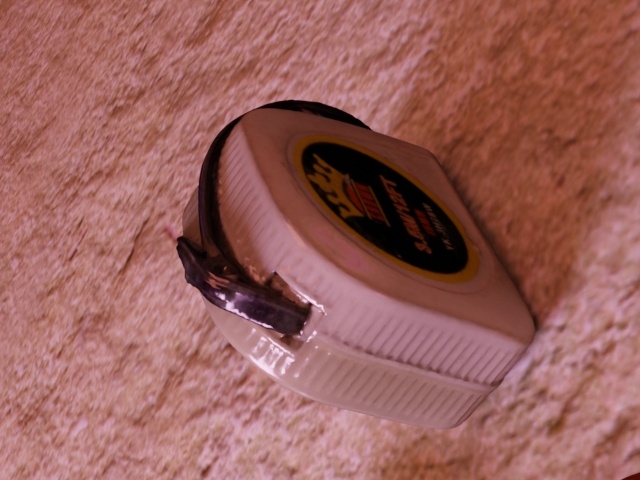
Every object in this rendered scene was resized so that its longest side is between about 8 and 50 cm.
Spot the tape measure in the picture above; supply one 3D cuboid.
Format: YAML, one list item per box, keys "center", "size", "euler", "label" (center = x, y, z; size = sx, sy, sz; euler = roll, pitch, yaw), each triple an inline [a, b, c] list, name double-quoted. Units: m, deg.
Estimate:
- center: [0.000, 0.000, 0.841]
  size: [0.133, 0.231, 0.271]
  euler: [-53, 35, 27]
  label: "tape measure"

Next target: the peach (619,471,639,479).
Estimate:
- center: [0.194, 0.201, 0.455]
  size: [0.232, 0.257, 0.232]
  euler: [3, -90, -82]
  label: "peach"
